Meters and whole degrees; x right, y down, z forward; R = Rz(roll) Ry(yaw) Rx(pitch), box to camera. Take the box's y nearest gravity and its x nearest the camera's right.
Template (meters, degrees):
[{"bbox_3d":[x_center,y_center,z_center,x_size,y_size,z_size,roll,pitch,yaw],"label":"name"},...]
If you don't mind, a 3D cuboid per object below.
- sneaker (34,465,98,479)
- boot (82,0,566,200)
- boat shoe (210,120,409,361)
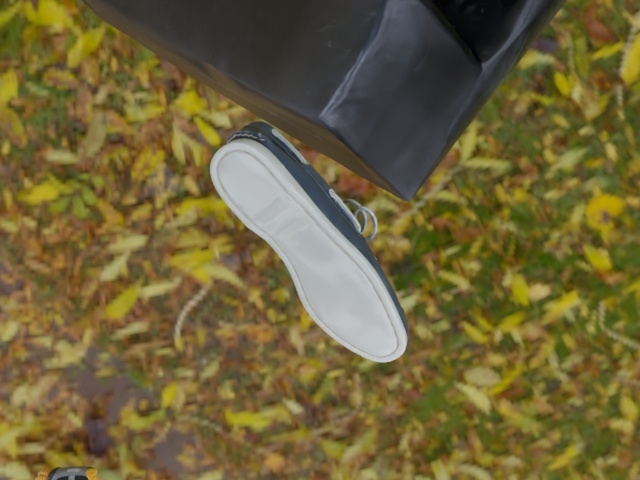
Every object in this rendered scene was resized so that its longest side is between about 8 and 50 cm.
[{"bbox_3d":[-0.286,0.377,1.788,0.083,0.084,0.215,-19,118,25],"label":"sneaker"},{"bbox_3d":[-0.020,-0.266,0.757,0.146,0.445,0.367,17,101,-40],"label":"boot"},{"bbox_3d":[0.000,0.000,1.276,0.254,0.079,0.095,47,126,-6],"label":"boat shoe"}]
